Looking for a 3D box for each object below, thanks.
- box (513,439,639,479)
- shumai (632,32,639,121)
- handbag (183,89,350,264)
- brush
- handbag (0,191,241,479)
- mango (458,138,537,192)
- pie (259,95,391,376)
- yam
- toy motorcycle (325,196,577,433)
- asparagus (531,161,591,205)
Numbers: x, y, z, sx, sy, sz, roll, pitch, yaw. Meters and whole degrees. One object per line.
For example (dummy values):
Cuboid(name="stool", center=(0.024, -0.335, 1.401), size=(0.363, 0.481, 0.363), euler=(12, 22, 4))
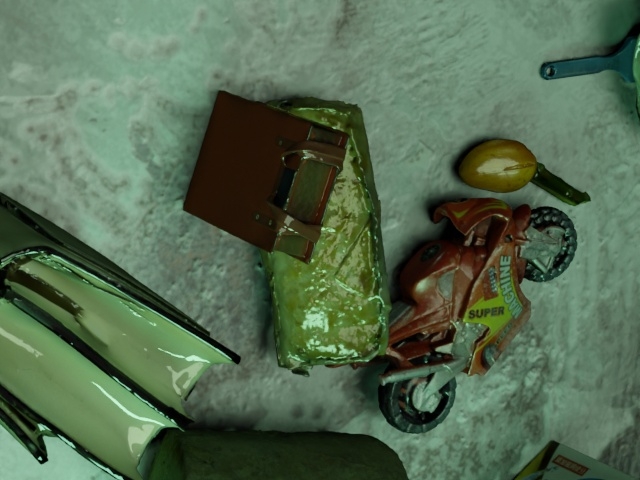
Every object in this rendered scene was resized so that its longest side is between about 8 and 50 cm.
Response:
Cuboid(name="box", center=(0.296, 0.337, 1.997), size=(0.168, 0.265, 0.097), euler=(-42, 118, -14))
Cuboid(name="shumai", center=(0.459, -0.258, 1.982), size=(0.289, 0.292, 0.330), euler=(-18, 108, 7))
Cuboid(name="handbag", center=(-0.052, -0.062, 1.721), size=(0.063, 0.190, 0.127), euler=(15, 95, -32))
Cuboid(name="brush", center=(0.309, -0.193, 2.007), size=(0.164, 0.014, 0.051), euler=(-10, 107, -27))
Cuboid(name="handbag", center=(-0.258, 0.053, 1.529), size=(0.237, 0.358, 0.160), euler=(41, 83, -32))
Cuboid(name="mango", center=(0.187, -0.078, 1.946), size=(0.089, 0.046, 0.060), euler=(-11, 110, -24))
Cuboid(name="pie", center=(0.000, 0.000, 1.820), size=(0.129, 0.068, 0.282), euler=(-5, 103, 2))
Cuboid(name="yam", center=(-0.056, 0.267, 1.831), size=(0.268, 0.161, 0.161), euler=(4, 101, -30))
Cuboid(name="toy motorcycle", center=(0.143, 0.061, 1.933), size=(0.298, 0.089, 0.171), euler=(-49, 121, -9))
Cuboid(name="asparagus", center=(0.260, -0.060, 2.008), size=(0.108, 0.025, 0.021), euler=(28, 78, -34))
